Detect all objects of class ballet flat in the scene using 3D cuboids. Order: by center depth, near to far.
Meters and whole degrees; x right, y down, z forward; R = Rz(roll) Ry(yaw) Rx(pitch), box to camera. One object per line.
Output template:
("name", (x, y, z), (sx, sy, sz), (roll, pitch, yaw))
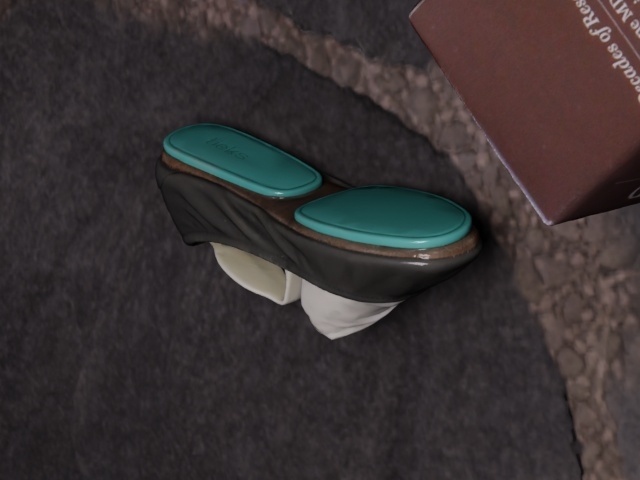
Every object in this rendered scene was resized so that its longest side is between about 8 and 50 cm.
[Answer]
("ballet flat", (0.000, 0.000, 1.158), (0.280, 0.095, 0.096), (24, 125, 48))

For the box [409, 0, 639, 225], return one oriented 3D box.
("box", (0.236, -0.175, 0.826), (0.381, 0.191, 0.143), (-43, 70, 40))
